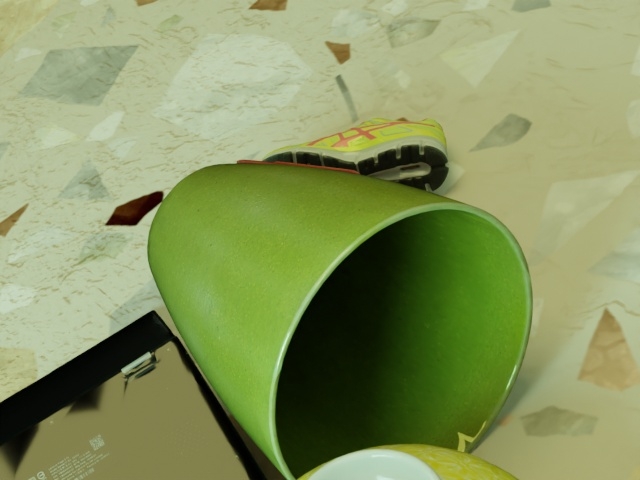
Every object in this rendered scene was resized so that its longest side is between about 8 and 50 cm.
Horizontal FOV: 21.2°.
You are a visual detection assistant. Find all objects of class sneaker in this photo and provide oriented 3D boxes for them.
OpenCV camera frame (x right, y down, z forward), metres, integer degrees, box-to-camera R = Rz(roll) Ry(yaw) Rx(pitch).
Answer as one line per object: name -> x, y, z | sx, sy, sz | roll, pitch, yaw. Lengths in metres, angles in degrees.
sneaker -> 0.038, -0.085, 1.794 | 0.208, 0.081, 0.094 | -4, 35, 16

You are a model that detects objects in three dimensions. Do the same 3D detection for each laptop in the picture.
laptop -> -0.242, 0.270, 1.552 | 0.382, 0.236, 0.408 | -32, 64, -6

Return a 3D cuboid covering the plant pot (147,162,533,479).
plant pot -> -0.015, 0.046, 1.488 | 0.275, 0.275, 0.293 | -39, 41, -18

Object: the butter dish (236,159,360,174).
butter dish -> 0.000, 0.000, 1.673 | 0.160, 0.160, 0.118 | 9, 72, 36

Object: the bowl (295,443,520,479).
bowl -> 0.048, 0.243, 1.233 | 0.289, 0.156, 0.289 | -10, 42, 9
